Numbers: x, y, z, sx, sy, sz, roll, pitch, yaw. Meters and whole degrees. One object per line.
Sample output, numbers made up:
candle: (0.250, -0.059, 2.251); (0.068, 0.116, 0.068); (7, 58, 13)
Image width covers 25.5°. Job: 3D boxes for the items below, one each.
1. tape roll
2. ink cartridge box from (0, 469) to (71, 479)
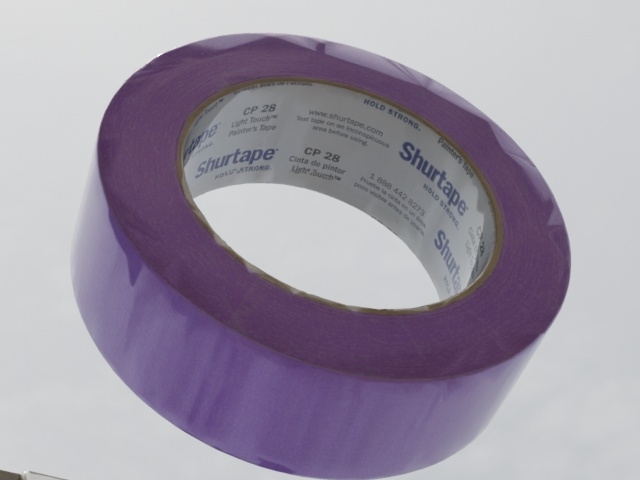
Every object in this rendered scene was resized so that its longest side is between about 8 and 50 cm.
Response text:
tape roll: (0.000, 0.000, 0.810); (0.274, 0.090, 0.275); (12, -138, -11)
ink cartridge box: (-0.085, 0.159, 0.563); (0.180, 0.060, 0.104); (18, -71, -26)
